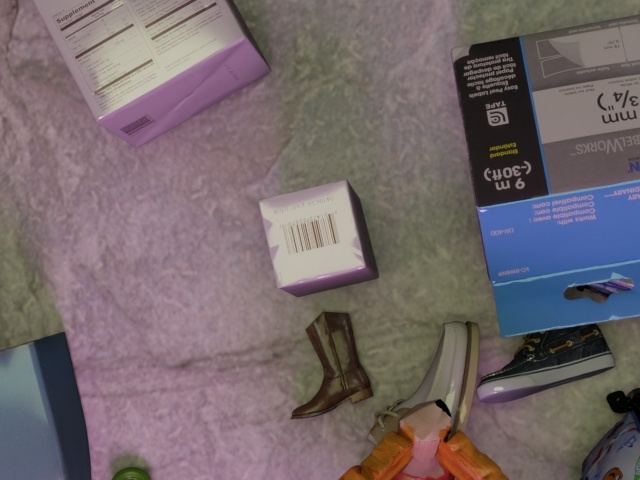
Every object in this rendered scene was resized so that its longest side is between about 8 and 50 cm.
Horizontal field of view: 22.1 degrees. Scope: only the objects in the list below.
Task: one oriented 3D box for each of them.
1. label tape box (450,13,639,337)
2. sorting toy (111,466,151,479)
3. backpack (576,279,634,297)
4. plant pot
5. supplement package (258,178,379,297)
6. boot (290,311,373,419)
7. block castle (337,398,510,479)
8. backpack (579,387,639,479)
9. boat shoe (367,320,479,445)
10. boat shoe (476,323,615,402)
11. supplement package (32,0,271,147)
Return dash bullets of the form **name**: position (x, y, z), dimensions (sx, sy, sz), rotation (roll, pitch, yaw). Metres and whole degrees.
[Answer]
- **label tape box**: position (0.290, -0.078, 1.836), dimensions (0.240, 0.106, 0.334), rotation (-10, 59, 6)
- **sorting toy**: position (-0.214, 0.322, 1.945), dimensions (0.061, 0.042, 0.102), rotation (-31, 69, -13)
- **backpack**: position (0.365, 0.023, 1.887), dimensions (0.114, 0.084, 0.105), rotation (19, 86, 8)
- **plant pot**: position (-0.358, 0.245, 1.905), dimensions (0.165, 0.166, 0.234), rotation (-17, 89, 4)
- **supplement package**: position (0.000, 0.000, 1.880), dimensions (0.105, 0.179, 0.105), rotation (-14, 83, 4)
- **boot**: position (-0.002, 0.146, 1.937), dimensions (0.106, 0.037, 0.114), rotation (-18, 85, -9)
- **block castle**: position (0.155, 0.414, 1.645), dimensions (0.303, 0.213, 0.453), rotation (-40, 68, -21)
- **backpack**: position (0.382, 0.311, 1.766), dimensions (0.276, 0.263, 0.213), rotation (38, 89, 8)
- **boat shoe**: position (0.106, 0.231, 1.879), dimensions (0.103, 0.113, 0.302), rotation (15, 87, 2)
- **boat shoe**: position (0.247, 0.129, 1.878), dimensions (0.183, 0.065, 0.083), rotation (-12, 74, -28)
- **supplement package**: position (-0.216, -0.280, 1.923), dimensions (0.198, 0.199, 0.263), rotation (-29, 82, 3)
